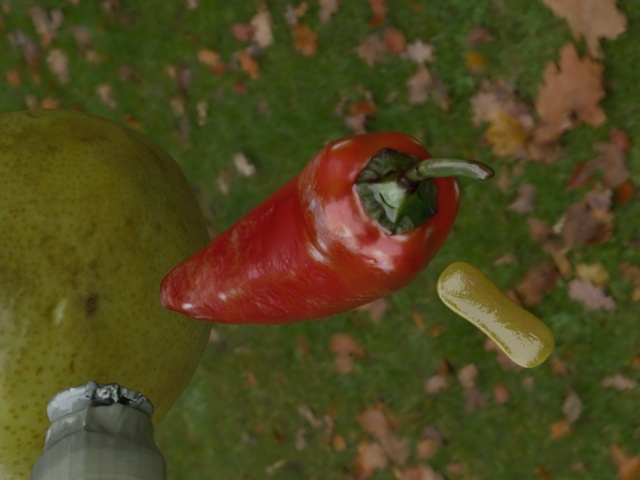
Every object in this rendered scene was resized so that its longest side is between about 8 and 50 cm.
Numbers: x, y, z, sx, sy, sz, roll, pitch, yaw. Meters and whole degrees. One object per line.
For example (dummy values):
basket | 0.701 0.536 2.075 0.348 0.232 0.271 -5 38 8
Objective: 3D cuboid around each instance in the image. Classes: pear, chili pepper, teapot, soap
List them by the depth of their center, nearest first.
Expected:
chili pepper | 0.000 0.000 0.689 0.071 0.063 0.272 46 149 -10
teapot | -0.139 0.190 0.897 0.107 0.077 0.200 -43 37 40
soap | 0.115 0.049 1.006 0.089 0.034 0.012 39 179 9
pear | -0.234 0.053 1.143 0.304 0.304 0.304 31 134 39
